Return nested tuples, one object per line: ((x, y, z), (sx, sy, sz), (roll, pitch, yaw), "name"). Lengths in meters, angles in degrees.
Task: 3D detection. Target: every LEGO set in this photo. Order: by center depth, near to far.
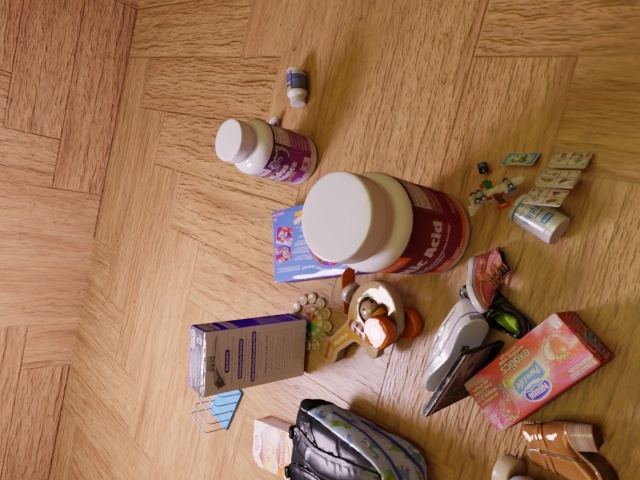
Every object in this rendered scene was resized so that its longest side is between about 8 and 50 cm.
((0.441, -0.126, 1.060), (0.244, 0.060, 0.182), (11, 50, 47), "LEGO set")

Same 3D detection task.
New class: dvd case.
((0.316, 0.297, 1.048), (0.018, 0.221, 0.164), (39, 112, 35), "dvd case")

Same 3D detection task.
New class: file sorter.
((-0.378, 0.586, 1.731), (0.118, 0.105, 0.170), (36, 110, 39), "file sorter")

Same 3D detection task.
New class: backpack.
((0.093, 0.593, 1.225), (0.356, 0.274, 0.289), (-1, 82, 64), "backpack")

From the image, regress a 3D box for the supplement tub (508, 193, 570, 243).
((0.473, -0.048, 1.044), (0.107, 0.071, 0.070), (42, 113, 37), "supplement tub")

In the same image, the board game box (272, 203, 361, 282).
((0.000, 0.000, 1.464), (0.347, 0.078, 0.233), (-10, 79, 41), "board game box")

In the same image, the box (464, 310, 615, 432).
((0.447, 0.271, 0.994), (0.256, 0.128, 0.122), (-50, 55, 26), "box")

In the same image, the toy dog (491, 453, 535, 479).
((0.393, 0.620, 0.973), (0.220, 0.161, 0.333), (-20, 70, 54), "toy dog")

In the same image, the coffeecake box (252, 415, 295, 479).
((-0.130, 0.654, 1.521), (0.186, 0.068, 0.142), (0, 87, 43), "coffeecake box")

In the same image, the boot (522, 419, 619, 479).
((0.504, 0.462, 0.972), (0.152, 0.073, 0.196), (-23, 72, 47), "boot")

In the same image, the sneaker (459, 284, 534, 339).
((0.393, 0.155, 1.089), (0.188, 0.078, 0.067), (42, 114, 39), "sneaker")

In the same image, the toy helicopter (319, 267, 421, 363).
((0.092, 0.226, 1.328), (0.355, 0.140, 0.234), (-48, 61, 41), "toy helicopter")

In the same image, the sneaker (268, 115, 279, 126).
((-0.158, -0.378, 1.679), (0.069, 0.038, 0.098), (50, 127, 32), "sneaker")

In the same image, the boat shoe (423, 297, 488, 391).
((0.305, 0.250, 1.135), (0.088, 0.096, 0.267), (-102, 18, -51), "boat shoe")

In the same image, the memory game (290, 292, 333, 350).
((-0.033, 0.256, 1.512), (0.186, 0.012, 0.186), (-5, 82, 42), "memory game")

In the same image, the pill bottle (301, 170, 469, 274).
((0.159, -0.034, 1.109), (0.224, 0.392, 0.223), (-5, 82, 42), "pill bottle")

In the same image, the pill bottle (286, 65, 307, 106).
((-0.079, -0.509, 1.597), (0.067, 0.067, 0.120), (-12, 77, 41), "pill bottle")

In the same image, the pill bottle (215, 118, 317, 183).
((-0.167, -0.277, 1.493), (0.169, 0.302, 0.169), (-5, 82, 42), "pill bottle")

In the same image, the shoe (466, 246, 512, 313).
((0.378, 0.082, 1.071), (0.081, 0.063, 0.178), (-33, 20, 32), "shoe")

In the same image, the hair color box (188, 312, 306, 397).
((-0.210, 0.330, 1.429), (0.110, 0.339, 0.185), (8, 97, 51), "hair color box")
